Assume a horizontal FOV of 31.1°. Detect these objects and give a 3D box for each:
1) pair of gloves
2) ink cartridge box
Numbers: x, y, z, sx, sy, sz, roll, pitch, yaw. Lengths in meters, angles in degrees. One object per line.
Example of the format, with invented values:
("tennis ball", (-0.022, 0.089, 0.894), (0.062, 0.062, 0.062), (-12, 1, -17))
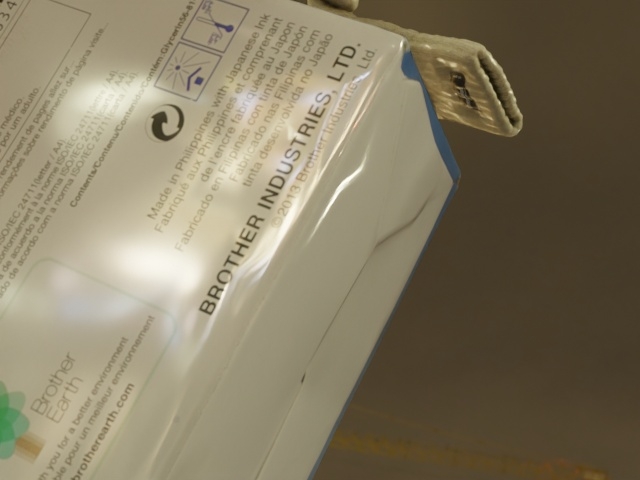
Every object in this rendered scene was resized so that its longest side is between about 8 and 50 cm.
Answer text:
("pair of gloves", (0.012, -0.165, 0.732), (0.204, 0.042, 0.240), (11, -34, 53))
("ink cartridge box", (-0.171, -0.012, 0.551), (0.395, 0.270, 0.151), (22, -16, 22))
